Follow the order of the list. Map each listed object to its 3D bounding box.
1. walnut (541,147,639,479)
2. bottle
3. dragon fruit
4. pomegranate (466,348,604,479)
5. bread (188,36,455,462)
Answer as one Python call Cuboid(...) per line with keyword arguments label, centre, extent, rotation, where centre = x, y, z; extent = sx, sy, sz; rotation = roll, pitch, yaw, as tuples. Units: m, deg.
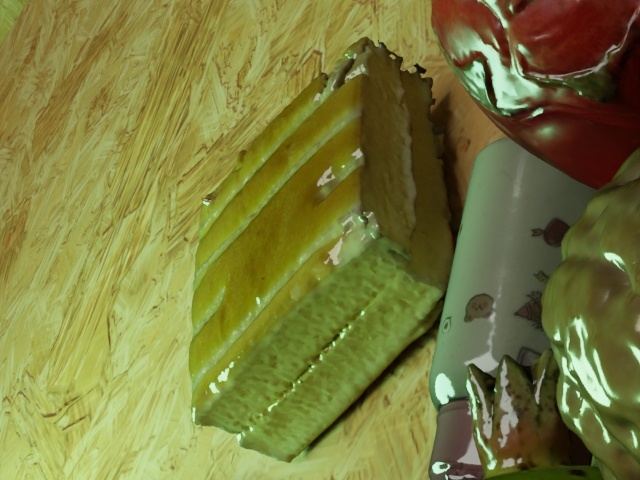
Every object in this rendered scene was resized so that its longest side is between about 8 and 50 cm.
Cuboid(label="walnut", centre=(0.199, 0.043, 0.678), extent=(0.245, 0.198, 0.198), rotation=(28, 93, 57))
Cuboid(label="bottle", centre=(0.121, 0.062, 0.919), extent=(0.110, 0.110, 0.233), rotation=(-25, 47, 56))
Cuboid(label="dragon fruit", centre=(0.168, -0.133, 0.810), extent=(0.252, 0.241, 0.241), rotation=(69, -145, -68))
Cuboid(label="pomegranate", centre=(0.110, 0.157, 0.774), extent=(0.159, 0.159, 0.205), rotation=(-31, 61, 52))
Cuboid(label="bread", centre=(0.000, 0.000, 1.220), extent=(0.246, 0.111, 0.239), rotation=(-46, 31, 36))
